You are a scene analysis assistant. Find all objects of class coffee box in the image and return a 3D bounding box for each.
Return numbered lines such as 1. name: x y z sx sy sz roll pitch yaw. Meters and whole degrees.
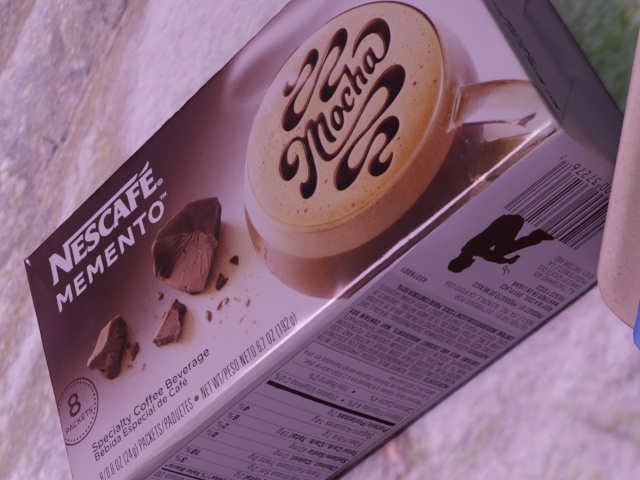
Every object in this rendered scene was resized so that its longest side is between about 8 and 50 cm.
1. coffee box: 0.000 0.000 0.657 0.297 0.119 0.168 -40 50 23

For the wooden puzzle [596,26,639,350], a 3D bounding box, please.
1. wooden puzzle: 0.193 -0.004 0.364 0.348 0.080 0.322 -130 33 -47
